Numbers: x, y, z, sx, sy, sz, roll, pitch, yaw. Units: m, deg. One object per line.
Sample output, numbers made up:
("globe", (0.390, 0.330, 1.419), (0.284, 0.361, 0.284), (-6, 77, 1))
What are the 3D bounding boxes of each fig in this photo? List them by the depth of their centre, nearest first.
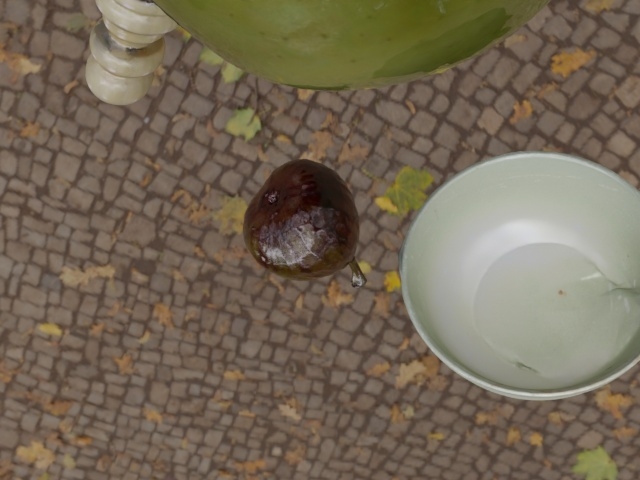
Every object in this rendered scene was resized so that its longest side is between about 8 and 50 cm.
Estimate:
("fig", (0.000, 0.000, 1.447), (0.217, 0.216, 0.321), (-26, 143, 17))

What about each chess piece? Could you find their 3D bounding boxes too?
("chess piece", (-0.282, -0.305, 1.149), (0.143, 0.142, 0.261), (25, 140, -12))

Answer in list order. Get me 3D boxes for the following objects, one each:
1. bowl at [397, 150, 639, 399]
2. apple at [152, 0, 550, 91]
("bowl", (0.233, 0.051, 0.860), (0.277, 0.276, 0.145), (-13, 154, 10))
("apple", (0.031, -0.271, 0.515), (0.358, 0.357, 0.357), (1, 121, 2))
